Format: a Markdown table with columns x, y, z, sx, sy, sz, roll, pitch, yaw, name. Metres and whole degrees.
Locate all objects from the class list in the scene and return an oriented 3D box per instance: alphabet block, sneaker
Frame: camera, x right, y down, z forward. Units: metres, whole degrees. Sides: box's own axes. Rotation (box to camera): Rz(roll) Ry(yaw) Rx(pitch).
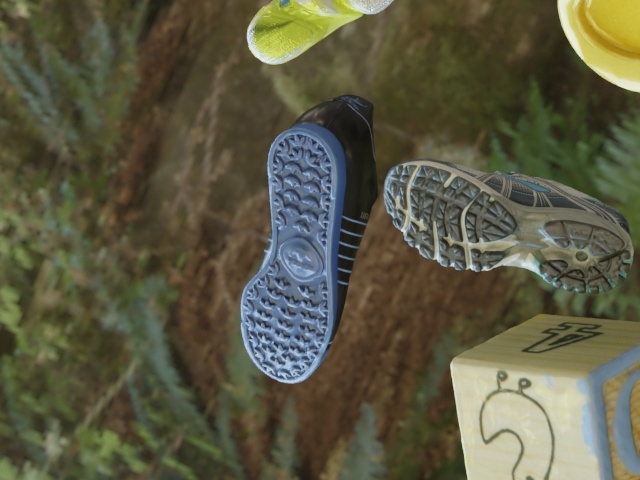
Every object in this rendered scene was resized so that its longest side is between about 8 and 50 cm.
| x | y | z | sx | sy | sz | roll | pitch | yaw | name |
| --- | --- | --- | --- | --- | --- | --- | --- | --- | --- |
| 0.293 | 0.202 | 1.798 | 0.197 | 0.192 | 0.193 | 1 | -166 | 45 | alphabet block |
| 0.018 | -0.302 | 1.899 | 0.091 | 0.240 | 0.126 | 60 | -170 | -8 | sneaker |
| 0.000 | 0.000 | 1.175 | 0.081 | 0.232 | 0.090 | 25 | -143 | 19 | sneaker |
| 0.208 | -0.025 | 1.732 | 0.283 | 0.110 | 0.122 | 20 | -151 | 8 | sneaker |

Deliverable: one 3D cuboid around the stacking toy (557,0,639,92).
| x | y | z | sx | sy | sz | roll | pitch | yaw | name |
| --- | --- | --- | --- | --- | --- | --- | --- | --- | --- |
| 0.310 | -0.241 | 1.073 | 0.309 | 0.279 | 0.130 | 13 | -136 | 40 | stacking toy |
